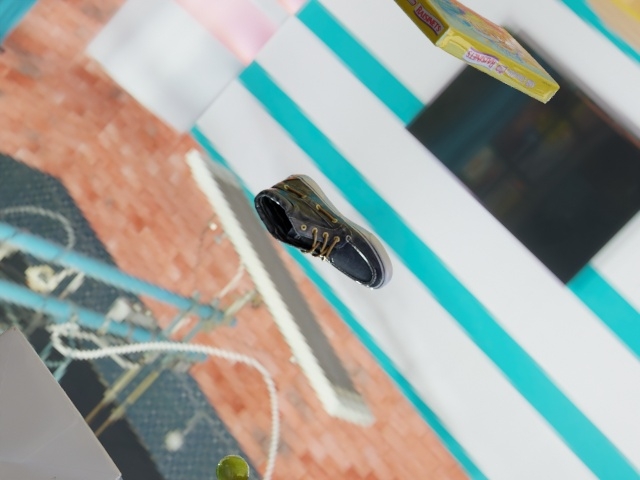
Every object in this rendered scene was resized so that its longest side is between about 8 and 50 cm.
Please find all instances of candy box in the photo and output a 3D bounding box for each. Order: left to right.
[{"bbox_3d":[0.142,-0.194,1.091,0.206,0.027,0.105,13,-144,-51],"label":"candy box"}]

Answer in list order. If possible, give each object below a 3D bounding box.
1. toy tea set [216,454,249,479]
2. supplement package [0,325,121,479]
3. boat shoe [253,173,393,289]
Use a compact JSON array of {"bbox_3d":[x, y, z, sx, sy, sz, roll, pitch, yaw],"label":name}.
[{"bbox_3d":[-0.013,0.292,0.660,0.200,0.336,0.124,24,163,-29],"label":"toy tea set"},{"bbox_3d":[-0.355,0.247,1.283,0.198,0.199,0.263,53,165,6],"label":"supplement package"},{"bbox_3d":[0.000,0.000,1.385,0.183,0.065,0.083,44,-142,14],"label":"boat shoe"}]
